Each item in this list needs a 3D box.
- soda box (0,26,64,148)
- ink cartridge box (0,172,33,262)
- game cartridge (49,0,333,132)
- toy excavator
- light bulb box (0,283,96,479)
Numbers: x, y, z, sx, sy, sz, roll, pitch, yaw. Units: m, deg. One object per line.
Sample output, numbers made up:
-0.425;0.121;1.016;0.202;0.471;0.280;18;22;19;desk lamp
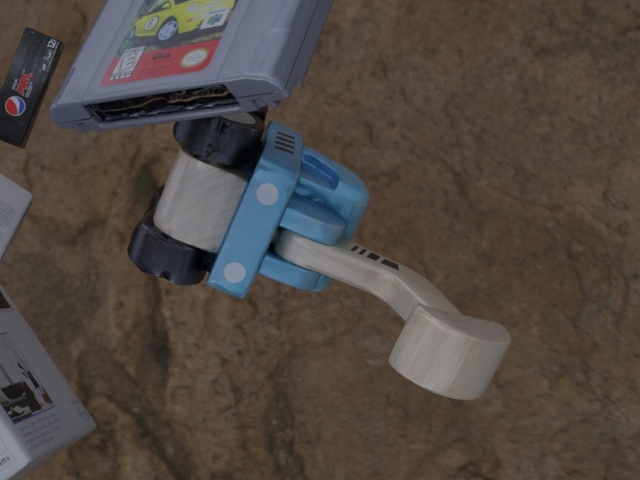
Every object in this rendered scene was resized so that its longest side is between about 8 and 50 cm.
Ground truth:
-0.436;-0.224;1.483;0.060;0.053;0.169;21;87;-10;soda box
-0.463;-0.037;1.003;0.066;0.296;0.261;-40;25;31;ink cartridge box
-0.129;-0.207;1.014;0.294;0.060;0.196;-3;51;32;game cartridge
0.000;0.000;1.261;0.445;0.433;0.222;21;107;-8;toy excavator
-0.554;0.206;1.274;0.358;0.225;0.361;-35;86;6;light bulb box
